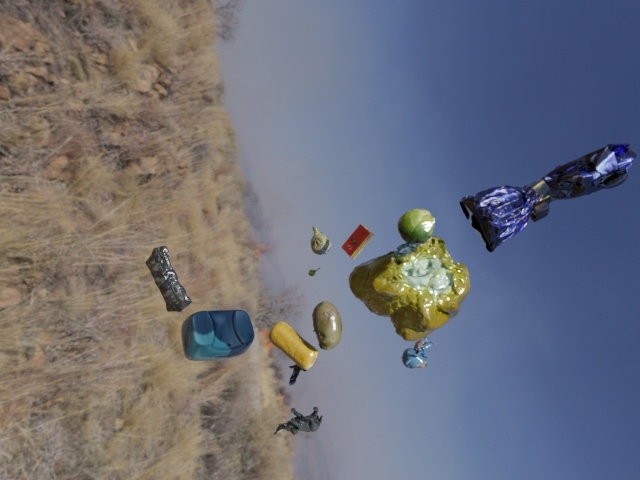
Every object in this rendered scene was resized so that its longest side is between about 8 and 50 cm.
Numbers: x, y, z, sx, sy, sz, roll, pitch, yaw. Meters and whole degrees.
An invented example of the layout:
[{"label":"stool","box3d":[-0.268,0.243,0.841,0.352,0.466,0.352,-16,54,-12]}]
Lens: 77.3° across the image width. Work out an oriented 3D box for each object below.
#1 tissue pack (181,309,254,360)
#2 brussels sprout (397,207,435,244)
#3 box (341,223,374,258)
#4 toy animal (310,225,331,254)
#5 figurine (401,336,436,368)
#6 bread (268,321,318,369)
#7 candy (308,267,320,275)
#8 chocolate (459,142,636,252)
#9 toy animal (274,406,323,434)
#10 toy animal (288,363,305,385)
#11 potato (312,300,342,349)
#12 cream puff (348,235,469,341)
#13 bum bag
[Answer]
[{"label":"tissue pack","box3d":[-0.449,0.411,1.717,0.206,0.288,0.198,-45,-126,39]},{"label":"brussels sprout","box3d":[0.382,-0.056,1.611,0.117,0.155,0.155,105,-31,-59]},{"label":"box","box3d":[0.152,0.003,1.649,0.023,0.133,0.090,33,12,-36]},{"label":"toy animal","box3d":[0.000,0.000,1.845,0.098,0.098,0.137,102,-25,-78]},{"label":"figurine","box3d":[0.483,0.553,1.924,0.144,0.178,0.114,44,-2,-16]},{"label":"bread","box3d":[-0.156,0.586,2.242,0.305,0.142,0.091,35,1,19]},{"label":"candy","box3d":[-0.028,0.156,2.058,0.123,0.035,0.035,-37,-154,59]},{"label":"chocolate","box3d":[0.459,-0.098,0.812,0.148,0.344,0.126,64,1,-46]},{"label":"toy animal","box3d":[-0.118,0.905,1.990,0.082,0.270,0.137,-96,173,-58]},{"label":"toy animal","box3d":[-0.139,0.767,2.411,0.062,0.108,0.220,46,39,-33]},{"label":"potato","box3d":[0.037,0.461,2.175,0.165,0.165,0.262,137,-50,-83]},{"label":"cream puff","box3d":[0.251,0.150,1.178,0.274,0.324,0.269,-28,-101,62]},{"label":"bum bag","box3d":[-0.748,0.192,1.945,0.340,0.144,0.095,64,12,4]}]
